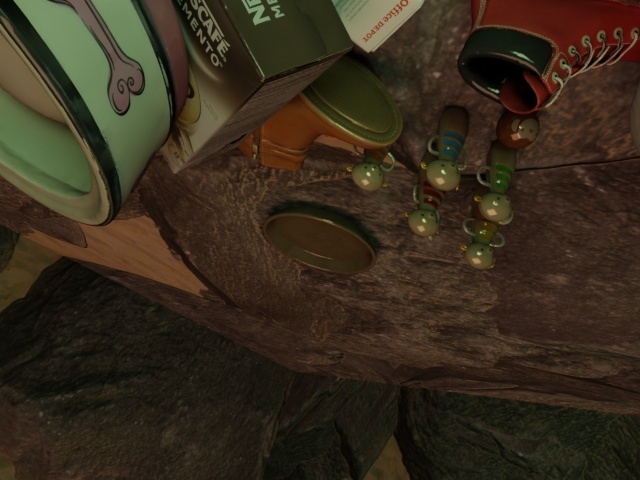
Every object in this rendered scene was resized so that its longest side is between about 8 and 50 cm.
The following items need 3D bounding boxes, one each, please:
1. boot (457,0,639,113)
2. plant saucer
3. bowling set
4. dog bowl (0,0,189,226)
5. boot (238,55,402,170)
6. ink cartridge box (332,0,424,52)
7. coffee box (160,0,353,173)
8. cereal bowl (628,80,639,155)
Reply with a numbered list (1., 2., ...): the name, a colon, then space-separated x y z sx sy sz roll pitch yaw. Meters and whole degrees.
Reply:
1. boot: 0.252 -0.170 0.451 0.244 0.176 0.088 16 154 4
2. plant saucer: 0.000 0.000 1.145 0.277 0.041 0.278 16 155 8
3. bowling set: 0.195 -0.092 0.678 0.287 0.154 0.200 25 155 -14
4. dog bowl: -0.301 -0.208 0.455 0.407 0.150 0.408 28 151 18
5. boot: -0.029 -0.161 0.705 0.283 0.109 0.220 27 150 9
6. ink cartridge box: 0.034 -0.281 0.516 0.135 0.056 0.099 30 154 -21
7. coffee box: -0.120 -0.207 0.548 0.297 0.118 0.168 -18 103 58
8. cereal bowl: 0.448 -0.105 0.374 0.338 0.141 0.339 -1 151 -1
